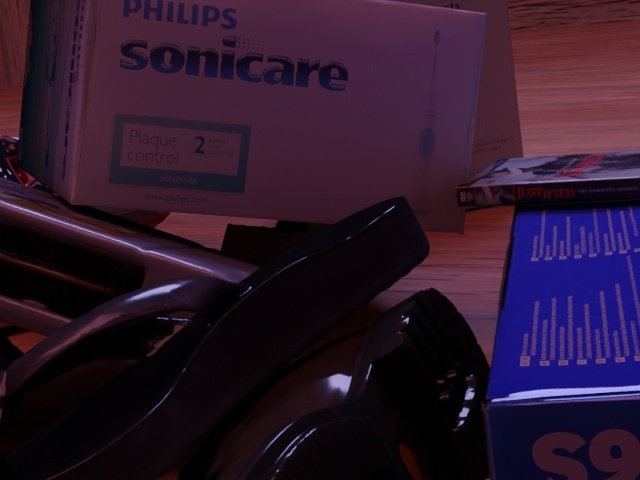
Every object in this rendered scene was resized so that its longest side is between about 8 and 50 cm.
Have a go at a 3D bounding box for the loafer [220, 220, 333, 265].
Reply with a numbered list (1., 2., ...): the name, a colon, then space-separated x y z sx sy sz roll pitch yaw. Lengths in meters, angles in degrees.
1. loafer: 0.000 0.000 0.923 0.148 0.050 0.056 -14 13 -29

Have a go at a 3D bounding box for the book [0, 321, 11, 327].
1. book: -0.194 0.035 0.936 0.144 0.035 0.096 -12 14 -34

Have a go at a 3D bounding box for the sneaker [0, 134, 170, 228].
1. sneaker: -0.228 -0.015 1.022 0.314 0.116 0.136 -10 -33 -36

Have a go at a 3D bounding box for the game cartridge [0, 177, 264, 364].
1. game cartridge: -0.157 -0.001 0.686 0.297 0.062 0.198 18 5 3

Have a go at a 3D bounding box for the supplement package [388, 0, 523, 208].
1. supplement package: 0.067 -0.149 1.120 0.134 0.244 0.139 -11 13 -15

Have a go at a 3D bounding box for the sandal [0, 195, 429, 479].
1. sandal: -0.061 0.040 0.503 0.097 0.054 0.254 -22 10 45

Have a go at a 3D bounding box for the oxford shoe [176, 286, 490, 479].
1. oxford shoe: -0.008 0.094 0.459 0.096 0.083 0.227 -26 5 23

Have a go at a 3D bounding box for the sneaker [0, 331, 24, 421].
1. sneaker: -0.248 0.065 0.631 0.104 0.125 0.262 29 7 38

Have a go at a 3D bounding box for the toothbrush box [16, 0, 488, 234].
1. toothbrush box: -0.059 -0.085 0.849 0.216 0.126 0.295 4 4 -19

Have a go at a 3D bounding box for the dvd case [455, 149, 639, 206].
1. dvd case: 0.138 -0.033 0.723 0.119 0.013 0.087 -3 11 24

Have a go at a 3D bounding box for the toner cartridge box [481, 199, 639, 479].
1. toner cartridge box: 0.159 0.039 0.577 0.165 0.075 0.348 -6 11 12
